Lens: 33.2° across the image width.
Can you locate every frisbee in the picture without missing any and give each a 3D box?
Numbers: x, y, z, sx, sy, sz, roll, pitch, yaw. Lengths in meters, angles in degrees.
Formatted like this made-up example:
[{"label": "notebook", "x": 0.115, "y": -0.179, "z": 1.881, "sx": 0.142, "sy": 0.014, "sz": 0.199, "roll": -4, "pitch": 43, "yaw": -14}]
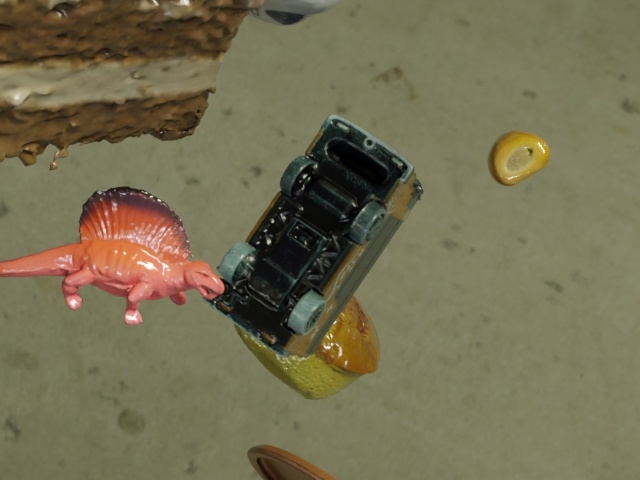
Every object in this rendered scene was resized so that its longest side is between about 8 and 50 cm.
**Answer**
[{"label": "frisbee", "x": 0.023, "y": 0.305, "z": 1.196, "sx": 0.251, "sy": 0.251, "sz": 0.021, "roll": 33, "pitch": 70, "yaw": 12}]

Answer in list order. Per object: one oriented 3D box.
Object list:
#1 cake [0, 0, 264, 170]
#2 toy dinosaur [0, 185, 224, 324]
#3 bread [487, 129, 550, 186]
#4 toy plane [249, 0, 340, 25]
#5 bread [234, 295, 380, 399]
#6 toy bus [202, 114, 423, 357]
[{"label": "cake", "x": -0.216, "y": -0.248, "z": 0.876, "sx": 0.256, "sy": 0.290, "sz": 0.282, "roll": -10, "pitch": 60, "yaw": -33}, {"label": "toy dinosaur", "x": -0.235, "y": 0.001, "z": 1.102, "sx": 0.286, "sy": 0.139, "sz": 0.070, "roll": 13, "pitch": 34, "yaw": -1}, {"label": "bread", "x": 0.301, "y": -0.133, "z": 1.657, "sx": 0.074, "sy": 0.093, "sz": 0.239, "roll": 58, "pitch": 11, "yaw": -1}, {"label": "toy plane", "x": -0.081, "y": -0.304, "z": 1.142, "sx": 0.252, "sy": 0.118, "sz": 0.252, "roll": 13, "pitch": 25, "yaw": -6}, {"label": "bread", "x": -0.020, "y": 0.128, "z": 1.764, "sx": 0.270, "sy": 0.148, "sz": 0.270, "roll": 42, "pitch": 22, "yaw": -22}, {"label": "toy bus", "x": 0.000, "y": 0.000, "z": 1.319, "sx": 0.138, "sy": 0.167, "sz": 0.275, "roll": 34, "pitch": 90, "yaw": 16}]
